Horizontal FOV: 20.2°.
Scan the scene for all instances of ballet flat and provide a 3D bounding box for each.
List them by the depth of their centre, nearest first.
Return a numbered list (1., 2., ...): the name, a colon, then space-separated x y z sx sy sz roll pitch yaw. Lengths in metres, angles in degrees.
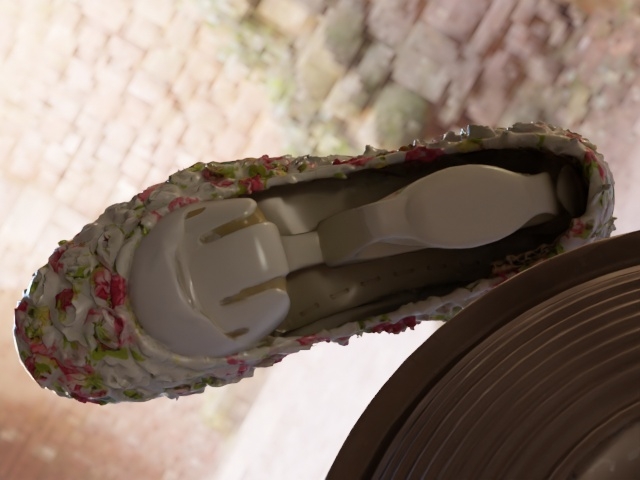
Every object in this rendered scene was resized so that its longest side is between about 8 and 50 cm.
1. ballet flat: 0.000 0.000 0.673 0.241 0.091 0.077 -17 -5 -8

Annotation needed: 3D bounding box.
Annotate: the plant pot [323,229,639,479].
1. plant pot: 0.104 0.099 0.423 0.237 0.237 0.110 -61 -14 -12
